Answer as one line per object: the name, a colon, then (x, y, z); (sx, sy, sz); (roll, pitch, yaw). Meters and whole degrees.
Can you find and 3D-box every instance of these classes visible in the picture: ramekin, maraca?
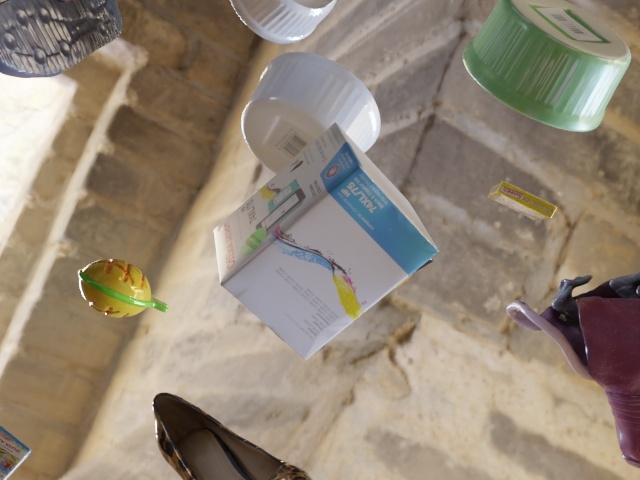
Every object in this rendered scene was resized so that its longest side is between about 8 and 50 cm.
ramekin: (-0.061, -0.479, 1.553); (0.207, 0.207, 0.109); (28, 153, -29)
maraca: (-0.351, 0.090, 1.509); (0.127, 0.099, 0.185); (32, -177, 39)
ramekin: (0.443, -0.358, 1.627); (0.303, 0.303, 0.148); (21, 125, -6)
ramekin: (-0.028, -0.236, 1.732); (0.277, 0.135, 0.277); (21, 146, 15)

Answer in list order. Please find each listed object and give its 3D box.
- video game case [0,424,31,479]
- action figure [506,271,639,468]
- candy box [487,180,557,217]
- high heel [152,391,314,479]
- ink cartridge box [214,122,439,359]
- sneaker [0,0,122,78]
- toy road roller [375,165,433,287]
video game case: (-0.477, 0.299, 1.084); (0.119, 0.166, 0.015); (38, 144, 2)
action figure: (0.482, 0.233, 1.278); (0.275, 0.370, 0.248); (-16, -177, -3)
candy box: (0.367, -0.072, 1.552); (0.105, 0.027, 0.206); (29, -177, 6)
high heel: (-0.101, 0.222, 0.867); (0.186, 0.093, 0.261); (52, 152, 2)
ink cartridge box: (0.000, 0.000, 1.306); (0.197, 0.270, 0.198); (45, -169, -26)
sneaker: (-0.397, -0.279, 1.167); (0.131, 0.112, 0.319); (-12, -163, 19)
toy road roller: (0.092, -0.036, 1.884); (0.330, 0.202, 0.240); (59, -177, 24)
